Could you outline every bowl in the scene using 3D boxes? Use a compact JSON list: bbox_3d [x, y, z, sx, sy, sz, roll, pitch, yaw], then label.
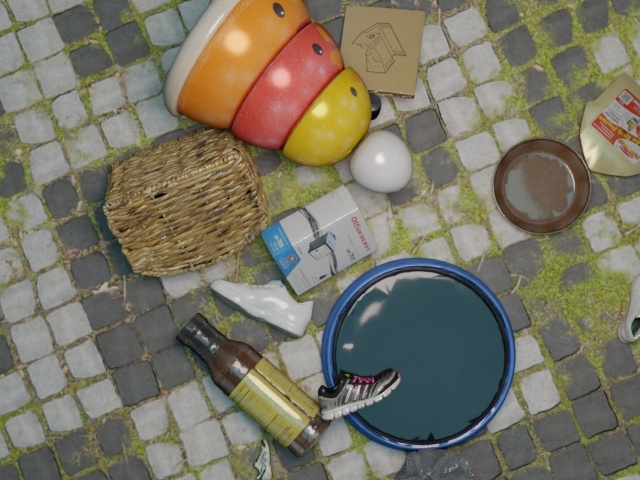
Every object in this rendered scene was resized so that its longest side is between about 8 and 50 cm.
[{"bbox_3d":[0.195,0.227,1.639,0.391,0.077,0.391,0,86,2],"label":"bowl"}]

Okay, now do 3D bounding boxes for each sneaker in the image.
[{"bbox_3d":[0.639,0.134,1.638,0.054,0.061,0.152,18,85,5],"label":"sneaker"},{"bbox_3d":[-0.116,0.113,1.667,0.212,0.080,0.094,26,76,-3],"label":"sneaker"},{"bbox_3d":[0.068,0.278,1.569,0.170,0.063,0.074,-25,92,5],"label":"sneaker"},{"bbox_3d":[-0.117,0.441,1.657,0.037,0.032,0.083,-5,85,1],"label":"sneaker"}]

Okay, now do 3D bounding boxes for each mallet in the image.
[{"bbox_3d":[0.134,-0.338,1.687,0.039,0.062,0.189,24,87,2],"label":"mallet"}]

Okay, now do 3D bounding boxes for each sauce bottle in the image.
[{"bbox_3d":[-0.136,0.278,1.631,0.344,0.111,0.111,42,88,5],"label":"sauce bottle"}]

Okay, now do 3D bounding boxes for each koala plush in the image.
[{"bbox_3d":[0.240,0.527,1.570,0.196,0.203,0.221,-24,129,2],"label":"koala plush"}]

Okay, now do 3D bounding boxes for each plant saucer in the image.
[{"bbox_3d":[0.446,-0.109,1.674,0.199,0.036,0.198,0,86,3],"label":"plant saucer"}]

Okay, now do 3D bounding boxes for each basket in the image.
[{"bbox_3d":[-0.263,-0.078,1.669,0.299,0.223,0.213,-21,119,0],"label":"basket"}]

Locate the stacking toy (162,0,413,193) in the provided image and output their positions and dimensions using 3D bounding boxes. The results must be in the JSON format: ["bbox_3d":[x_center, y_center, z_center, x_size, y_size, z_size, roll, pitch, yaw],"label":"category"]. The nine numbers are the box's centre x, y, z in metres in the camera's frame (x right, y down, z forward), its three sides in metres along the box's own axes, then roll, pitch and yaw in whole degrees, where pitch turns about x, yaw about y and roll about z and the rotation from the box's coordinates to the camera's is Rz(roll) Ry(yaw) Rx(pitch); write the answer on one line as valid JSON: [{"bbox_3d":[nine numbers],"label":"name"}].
[{"bbox_3d":[-0.021,-0.260,1.565,0.480,0.350,0.350,37,88,-2],"label":"stacking toy"}]

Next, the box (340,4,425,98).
[{"bbox_3d":[0.121,-0.387,1.681,0.164,0.021,0.201,7,70,6],"label":"box"}]

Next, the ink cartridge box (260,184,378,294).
[{"bbox_3d":[0.000,0.000,1.624,0.191,0.139,0.082,-29,46,1],"label":"ink cartridge box"}]

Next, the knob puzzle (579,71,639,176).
[{"bbox_3d":[0.611,-0.213,1.678,0.213,0.030,0.213,0,86,1],"label":"knob puzzle"}]
